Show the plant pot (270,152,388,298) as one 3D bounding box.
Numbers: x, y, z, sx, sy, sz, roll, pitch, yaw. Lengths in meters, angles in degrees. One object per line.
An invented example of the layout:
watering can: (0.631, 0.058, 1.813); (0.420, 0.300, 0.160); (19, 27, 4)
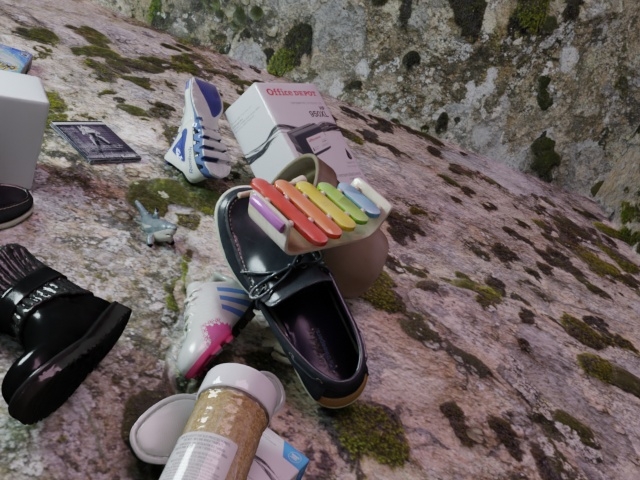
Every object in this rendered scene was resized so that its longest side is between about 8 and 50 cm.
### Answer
plant pot: (0.000, 0.000, 1.699); (0.280, 0.323, 0.323); (33, 21, -23)

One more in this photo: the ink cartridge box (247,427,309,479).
ink cartridge box: (-0.110, 0.379, 1.107); (0.104, 0.060, 0.180); (33, 27, 19)

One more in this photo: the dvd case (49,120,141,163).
dvd case: (-0.633, -0.279, 1.977); (0.221, 0.018, 0.164); (40, 31, 29)

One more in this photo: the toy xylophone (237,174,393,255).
toy xylophone: (-0.023, -0.068, 1.386); (0.236, 0.081, 0.322); (38, 33, 23)

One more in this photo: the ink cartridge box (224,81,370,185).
ink cartridge box: (-0.064, -0.258, 2.058); (0.285, 0.166, 0.395); (-14, 73, -52)

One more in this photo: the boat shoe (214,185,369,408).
boat shoe: (-0.053, 0.091, 1.385); (0.186, 0.156, 0.500); (-25, 74, -15)

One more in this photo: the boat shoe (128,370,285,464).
boat shoe: (-0.190, 0.303, 1.160); (0.302, 0.091, 0.114); (-6, 64, -45)

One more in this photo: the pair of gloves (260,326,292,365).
pair of gloves: (-0.026, 0.209, 1.527); (0.204, 0.042, 0.240); (18, 24, -4)

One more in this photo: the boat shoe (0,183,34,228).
boat shoe: (-0.735, -0.092, 1.425); (0.127, 0.113, 0.340); (40, 30, 30)

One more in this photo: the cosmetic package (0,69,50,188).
cosmetic package: (-0.857, -0.271, 1.534); (0.453, 0.230, 0.161); (6, 31, -33)

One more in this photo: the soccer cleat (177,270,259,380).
soccer cleat: (-0.227, 0.157, 1.366); (0.143, 0.116, 0.331); (40, 18, 0)

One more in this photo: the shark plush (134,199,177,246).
shark plush: (-0.391, -0.047, 1.679); (0.073, 0.067, 0.161); (2, 33, -36)

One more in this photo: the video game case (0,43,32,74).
video game case: (-1.028, -0.544, 2.105); (0.269, 0.061, 0.244); (14, 28, -19)

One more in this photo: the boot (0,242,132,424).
boot: (-0.492, 0.142, 1.153); (0.260, 0.131, 0.348); (30, 15, -2)

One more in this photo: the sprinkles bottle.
sprinkles bottle: (-0.165, 0.339, 0.977); (0.121, 0.121, 0.355); (23, 41, -1)

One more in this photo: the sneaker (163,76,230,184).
sneaker: (-0.372, -0.295, 2.003); (0.127, 0.182, 0.316); (14, 60, -52)
